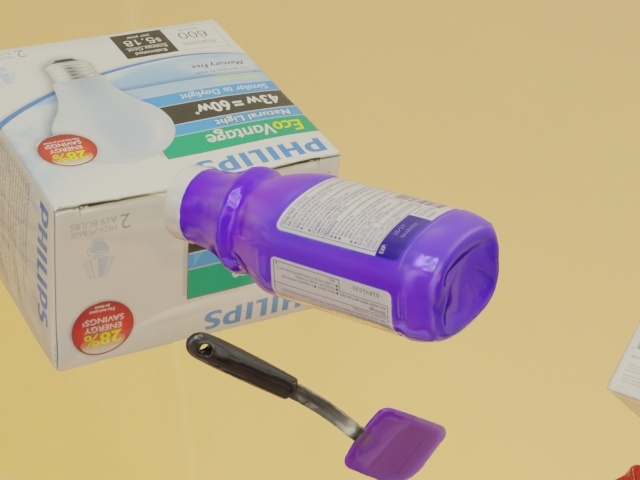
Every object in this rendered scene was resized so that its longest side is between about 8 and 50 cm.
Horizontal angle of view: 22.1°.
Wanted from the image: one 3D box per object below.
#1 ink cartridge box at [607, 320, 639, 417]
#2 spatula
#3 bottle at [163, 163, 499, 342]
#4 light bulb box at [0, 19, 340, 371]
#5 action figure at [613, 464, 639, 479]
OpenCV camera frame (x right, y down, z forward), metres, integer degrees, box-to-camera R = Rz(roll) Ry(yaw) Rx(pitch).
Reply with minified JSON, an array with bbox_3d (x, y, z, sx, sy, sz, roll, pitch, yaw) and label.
[{"bbox_3d":[0.421,0.096,1.692,0.158,0.218,0.092,19,-14,42],"label":"ink cartridge box"},{"bbox_3d":[-0.009,0.165,1.646,0.296,0.030,0.084,29,-75,-18],"label":"spatula"},{"bbox_3d":[0.000,0.000,1.320,0.283,0.118,0.092,16,-58,32],"label":"bottle"},{"bbox_3d":[-0.216,-0.069,1.964,0.361,0.358,0.225,48,-38,45],"label":"light bulb box"},{"bbox_3d":[0.291,0.324,1.710,0.280,0.091,0.139,-40,-110,55],"label":"action figure"}]
